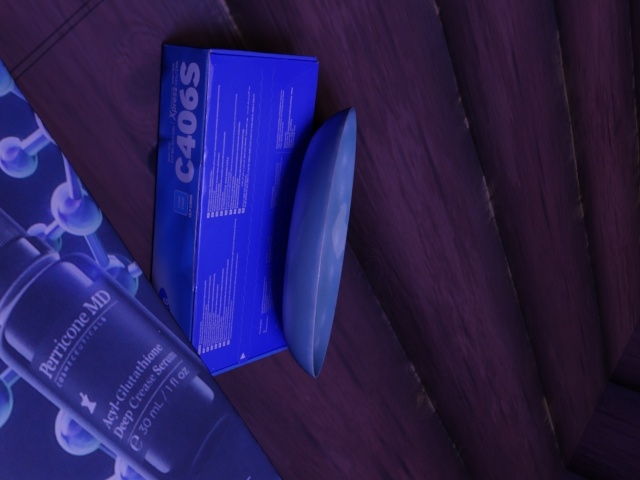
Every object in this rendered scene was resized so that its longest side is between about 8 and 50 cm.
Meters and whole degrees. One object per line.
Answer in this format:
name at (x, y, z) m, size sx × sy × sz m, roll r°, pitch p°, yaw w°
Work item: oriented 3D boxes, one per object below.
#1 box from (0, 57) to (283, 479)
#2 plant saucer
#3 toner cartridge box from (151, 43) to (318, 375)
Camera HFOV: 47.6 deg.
box at (-0.238, 0.137, 0.432) m, size 0.293 × 0.212 × 0.396 m, roll -43°, pitch 107°, yaw -41°
plant saucer at (0.000, 0.000, 0.858) m, size 0.317 × 0.043 × 0.318 m, roll 8°, pitch 90°, yaw -83°
toner cartridge box at (-0.097, -0.032, 0.802) m, size 0.165 × 0.075 × 0.348 m, roll -11°, pitch 113°, yaw -49°
